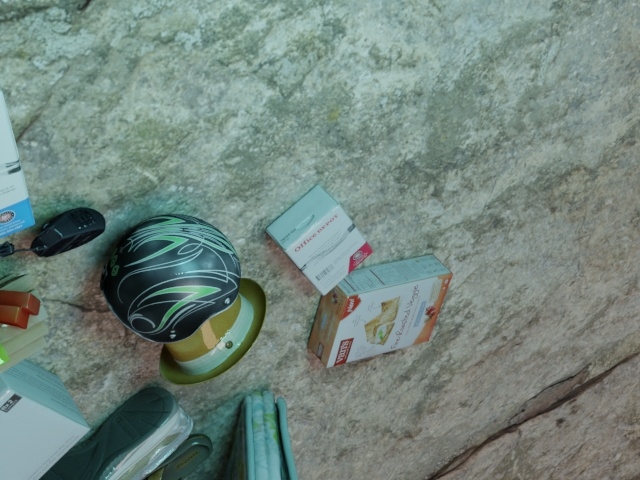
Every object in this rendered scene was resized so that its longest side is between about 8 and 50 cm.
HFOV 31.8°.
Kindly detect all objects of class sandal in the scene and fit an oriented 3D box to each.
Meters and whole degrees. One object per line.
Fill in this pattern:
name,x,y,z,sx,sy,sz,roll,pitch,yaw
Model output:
sandal,-0.263,0.415,1.887,0.219,0.060,0.090,-37,141,-8

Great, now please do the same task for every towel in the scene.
towel,-0.107,0.477,1.854,0.090,0.374,0.320,8,125,-11

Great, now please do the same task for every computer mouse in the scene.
computer mouse,-0.362,-0.001,1.391,0.071,0.041,0.242,-33,173,35

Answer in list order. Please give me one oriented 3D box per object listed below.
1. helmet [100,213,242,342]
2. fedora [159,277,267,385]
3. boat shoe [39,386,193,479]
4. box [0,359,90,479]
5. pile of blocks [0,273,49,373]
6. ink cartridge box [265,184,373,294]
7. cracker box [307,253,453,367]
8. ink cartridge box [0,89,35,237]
helmet,-0.196,0.043,1.522,0.161,0.169,0.169,-39,145,23
fedora,-0.170,0.116,1.614,0.194,0.194,0.079,-42,125,-2
boat shoe,-0.336,0.362,1.736,0.320,0.118,0.103,-42,138,-12
box,-0.451,0.253,1.530,0.181,0.119,0.182,-44,142,2
pile of blocks,-0.475,0.113,1.330,0.362,0.113,0.148,-1,83,-40
ink cartridge box,0.000,0.000,1.730,0.109,0.063,0.150,-41,141,-2
cracker box,0.103,0.119,1.926,0.232,0.067,0.155,-11,131,-33
ink cartridge box,-0.422,-0.086,1.267,0.148,0.086,0.203,-23,138,-22
